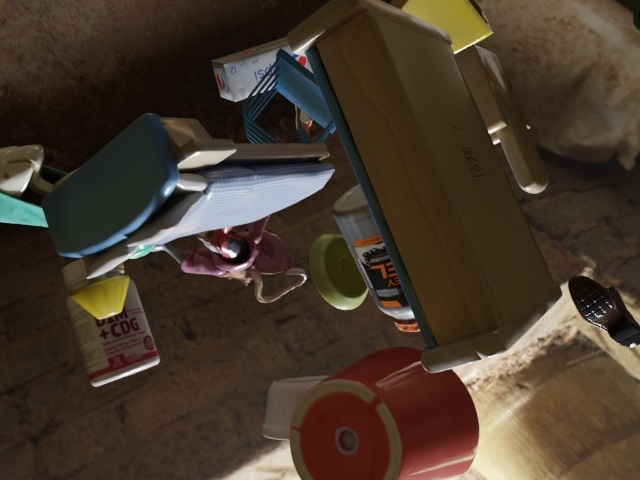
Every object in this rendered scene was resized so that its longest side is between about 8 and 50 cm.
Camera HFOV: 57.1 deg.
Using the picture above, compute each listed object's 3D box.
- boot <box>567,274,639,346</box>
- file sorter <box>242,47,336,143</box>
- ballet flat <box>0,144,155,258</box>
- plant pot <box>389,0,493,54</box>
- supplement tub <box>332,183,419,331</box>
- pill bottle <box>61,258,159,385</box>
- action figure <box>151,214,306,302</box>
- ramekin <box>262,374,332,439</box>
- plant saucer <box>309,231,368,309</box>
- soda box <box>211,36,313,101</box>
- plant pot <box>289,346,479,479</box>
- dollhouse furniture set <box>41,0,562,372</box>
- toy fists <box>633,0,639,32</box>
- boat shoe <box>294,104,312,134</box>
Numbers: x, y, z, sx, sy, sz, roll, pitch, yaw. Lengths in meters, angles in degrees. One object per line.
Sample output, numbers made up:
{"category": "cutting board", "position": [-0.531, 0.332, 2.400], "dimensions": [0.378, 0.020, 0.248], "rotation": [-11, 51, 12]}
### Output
{"category": "boot", "position": [0.621, 0.137, 1.310], "dimensions": [0.219, 0.106, 0.082], "rotation": [43, 116, -11]}
{"category": "file sorter", "position": [-0.044, -0.177, 0.853], "dimensions": [0.118, 0.170, 0.104], "rotation": [38, 87, -4]}
{"category": "ballet flat", "position": [-0.283, -0.055, 0.621], "dimensions": [0.247, 0.083, 0.087], "rotation": [20, 126, -26]}
{"category": "plant pot", "position": [0.274, -0.556, 1.452], "dimensions": [0.187, 0.212, 0.212], "rotation": [-37, 113, 28]}
{"category": "supplement tub", "position": [0.171, 0.025, 1.265], "dimensions": [0.194, 0.193, 0.316], "rotation": [-31, 106, -12]}
{"category": "pill bottle", "position": [-0.497, 0.181, 1.379], "dimensions": [0.160, 0.283, 0.160], "rotation": [-21, 174, -2]}
{"category": "action figure", "position": [-0.189, 0.038, 1.244], "dimensions": [0.248, 0.275, 0.370], "rotation": [-37, 179, -5]}
{"category": "ramekin", "position": [-0.007, 0.400, 1.438], "dimensions": [0.273, 0.273, 0.127], "rotation": [4, 78, -38]}
{"category": "plant saucer", "position": [0.069, 0.084, 1.738], "dimensions": [0.241, 0.240, 0.037], "rotation": [12, 154, -41]}
{"category": "soda box", "position": [-0.121, -0.442, 1.479], "dimensions": [0.286, 0.091, 0.098], "rotation": [-26, 122, -22]}
{"category": "plant pot", "position": [0.094, 0.314, 0.972], "dimensions": [0.275, 0.275, 0.243], "rotation": [-55, 151, 14]}
{"category": "dollhouse furniture set", "position": [0.000, 0.000, 0.464], "dimensions": [0.303, 0.198, 0.286], "rotation": [-24, 173, 34]}
{"category": "toy fists", "position": [0.668, -0.351, 0.969], "dimensions": [0.142, 0.279, 0.096], "rotation": [-16, 125, -27]}
{"category": "boat shoe", "position": [-0.044, -0.354, 1.694], "dimensions": [0.043, 0.137, 0.049], "rotation": [-14, 160, 23]}
